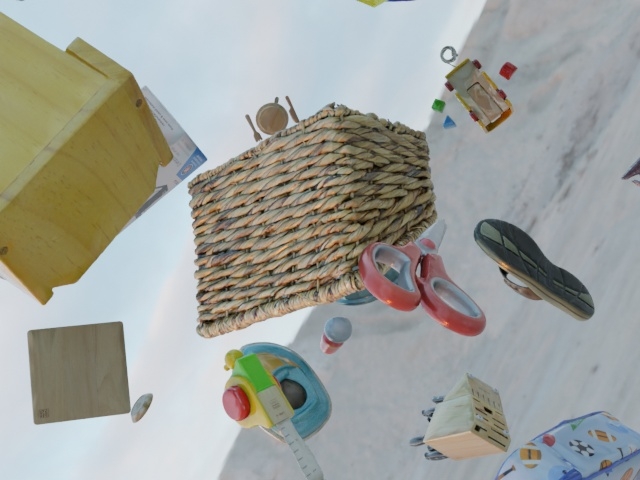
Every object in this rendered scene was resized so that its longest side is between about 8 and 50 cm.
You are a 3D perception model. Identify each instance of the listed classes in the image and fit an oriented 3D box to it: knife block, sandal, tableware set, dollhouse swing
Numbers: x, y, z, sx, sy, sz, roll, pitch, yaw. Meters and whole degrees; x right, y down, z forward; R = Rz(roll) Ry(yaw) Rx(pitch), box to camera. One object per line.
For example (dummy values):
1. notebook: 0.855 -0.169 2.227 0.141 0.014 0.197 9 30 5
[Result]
1. knife block: 0.277 0.411 1.789 0.242 0.088 0.275 -57 8 19
2. sandal: 0.423 0.075 1.738 0.086 0.303 0.120 -44 10 43
3. tableware set: -0.106 -0.278 2.278 0.039 0.128 0.194 -104 -11 -68
4. dollhouse swing: -0.497 -0.149 1.400 0.347 0.305 0.315 -55 -26 -22

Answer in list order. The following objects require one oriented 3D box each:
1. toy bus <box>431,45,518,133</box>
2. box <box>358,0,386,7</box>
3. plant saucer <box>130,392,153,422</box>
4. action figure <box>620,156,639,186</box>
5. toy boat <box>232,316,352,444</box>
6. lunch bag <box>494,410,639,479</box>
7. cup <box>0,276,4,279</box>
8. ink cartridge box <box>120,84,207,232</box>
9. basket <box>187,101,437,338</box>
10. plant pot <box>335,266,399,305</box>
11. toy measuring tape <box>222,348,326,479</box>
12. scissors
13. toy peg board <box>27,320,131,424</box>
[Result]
1. toy bus: 0.383 -0.361 2.106 0.104 0.191 0.202 20 -101 -71
2. box: 0.125 -0.426 1.323 0.178 0.042 0.109 -22 -11 32
3. plant saucer: -0.442 0.408 2.101 0.083 0.015 0.083 -41 25 25
4. action figure: 0.637 -0.045 1.390 0.099 0.285 0.185 -46 -5 -3
5. toy boat: -0.051 0.301 2.011 0.318 0.267 0.148 -42 -12 -28
6. lunch bag: 0.361 0.387 1.254 0.303 0.115 0.243 -3 -63 -40
7. cup: -0.747 -0.100 1.857 0.331 0.237 0.331 13 -90 -86
8. ink cartridge box: -0.390 -0.126 1.653 0.307 0.129 0.223 -41 -7 -3
9. basket: 0.000 0.000 1.065 0.213 0.299 0.223 11 -115 -44
10. plant pot: 0.025 -0.072 2.000 0.334 0.341 0.341 39 -107 -39
11. toy measuring tape: -0.103 0.361 1.677 0.121 0.330 0.121 -30 -18 -11
12. scissors: 0.084 0.005 0.762 0.297 0.109 0.021 -82 18 -69
13. toy peg board: -0.422 0.233 1.500 0.079 0.161 0.161 138 125 -71
